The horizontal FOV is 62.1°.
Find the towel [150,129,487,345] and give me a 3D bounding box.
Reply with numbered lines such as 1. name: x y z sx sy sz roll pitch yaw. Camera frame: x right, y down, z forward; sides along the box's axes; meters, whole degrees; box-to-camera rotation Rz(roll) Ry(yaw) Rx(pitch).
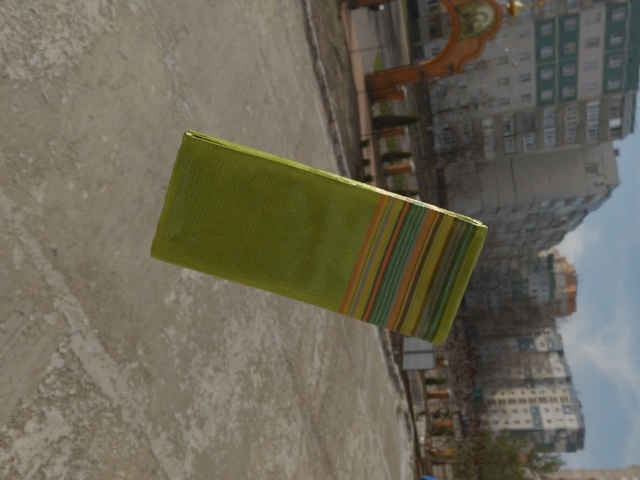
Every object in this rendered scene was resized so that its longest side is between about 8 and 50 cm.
1. towel: 0.000 0.000 0.399 0.021 0.237 0.102 -134 -119 -84

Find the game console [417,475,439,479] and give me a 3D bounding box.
1. game console: 0.179 0.402 0.489 0.173 0.250 0.293 -47 133 -20
